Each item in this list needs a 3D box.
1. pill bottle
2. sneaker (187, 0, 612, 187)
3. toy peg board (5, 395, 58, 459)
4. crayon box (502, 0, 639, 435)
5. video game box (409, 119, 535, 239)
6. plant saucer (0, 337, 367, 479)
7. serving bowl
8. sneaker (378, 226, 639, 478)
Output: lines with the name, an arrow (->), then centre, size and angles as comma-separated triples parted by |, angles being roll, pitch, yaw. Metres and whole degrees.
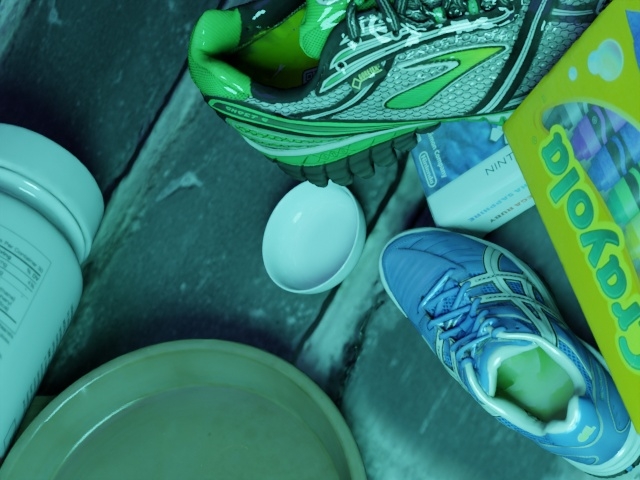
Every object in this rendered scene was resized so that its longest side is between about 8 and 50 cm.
pill bottle -> -0.269, 0.059, 1.189 | 0.160, 0.160, 0.283 | -11, 42, 35
sneaker -> 0.068, -0.131, 0.994 | 0.343, 0.146, 0.134 | -22, 60, 30
toy peg board -> -0.255, 0.207, 1.235 | 0.161, 0.079, 0.161 | -4, 54, 37
crayon box -> 0.212, -0.039, 0.835 | 0.323, 0.083, 0.203 | -52, 51, 49
video game box -> 0.131, -0.128, 1.071 | 0.187, 0.048, 0.205 | -32, 55, 22
plant saucer -> -0.096, 0.197, 1.068 | 0.277, 0.041, 0.278 | -9, 60, 16
serving bowl -> 0.000, 0.000, 1.134 | 0.083, 0.027, 0.083 | -15, 63, 33
sneaker -> 0.108, 0.055, 0.977 | 0.211, 0.081, 0.080 | 40, 99, 34
